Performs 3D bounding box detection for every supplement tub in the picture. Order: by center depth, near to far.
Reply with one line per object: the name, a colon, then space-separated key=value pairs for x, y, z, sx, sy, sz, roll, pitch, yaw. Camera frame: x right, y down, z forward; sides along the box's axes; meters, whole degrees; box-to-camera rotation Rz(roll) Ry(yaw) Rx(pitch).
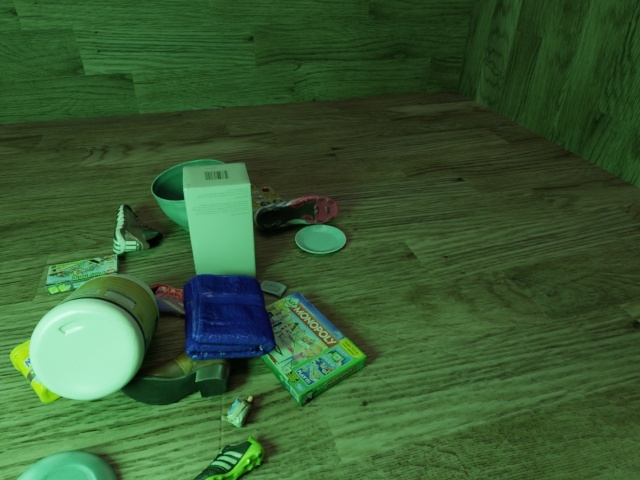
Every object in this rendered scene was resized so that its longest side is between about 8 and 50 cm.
supplement tub: x=-0.523 y=0.211 z=1.084 sx=0.229 sy=0.228 sz=0.316 roll=-6 pitch=11 yaw=-10

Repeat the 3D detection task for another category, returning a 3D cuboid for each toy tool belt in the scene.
toy tool belt: x=-0.194 y=0.393 z=1.048 sx=0.051 sy=0.052 sz=0.083 roll=17 pitch=36 yaw=8

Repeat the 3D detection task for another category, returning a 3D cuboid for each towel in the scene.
towel: x=-0.253 y=0.191 z=1.210 sx=0.228 sy=0.076 sz=0.308 roll=0 pitch=28 yaw=-18

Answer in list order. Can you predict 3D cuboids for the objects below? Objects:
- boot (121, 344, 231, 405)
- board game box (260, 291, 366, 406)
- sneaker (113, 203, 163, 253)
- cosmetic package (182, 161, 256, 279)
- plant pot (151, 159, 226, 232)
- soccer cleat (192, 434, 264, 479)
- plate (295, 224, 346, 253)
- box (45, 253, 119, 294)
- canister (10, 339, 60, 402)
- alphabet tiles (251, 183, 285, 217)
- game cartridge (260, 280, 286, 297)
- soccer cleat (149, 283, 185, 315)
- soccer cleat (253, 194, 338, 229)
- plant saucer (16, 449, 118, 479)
boot: x=-0.360 y=0.283 z=1.172 sx=0.265 sy=0.096 sz=0.280 roll=-10 pitch=31 yaw=-2
board game box: x=-0.059 y=0.280 z=1.224 sx=0.214 sy=0.046 sz=0.317 roll=-23 pitch=41 yaw=-30
sneaker: x=-0.666 y=-0.036 z=1.645 sx=0.163 sy=0.106 sz=0.281 roll=4 pitch=33 yaw=-22
cosmetic package: x=-0.313 y=-0.043 z=1.407 sx=0.197 sy=0.365 sz=0.155 roll=-6 pitch=36 yaw=-14
plant pot: x=-0.465 y=-0.152 z=1.699 sx=0.294 sy=0.196 sz=0.293 roll=-4 pitch=38 yaw=3
soccer cleat: x=-0.202 y=0.473 z=0.931 sx=0.179 sy=0.060 sz=0.072 roll=-17 pitch=28 yaw=-35
plate: x=0.000 y=0.000 z=1.656 sx=0.188 sy=0.024 sz=0.188 roll=2 pitch=34 yaw=-1
box: x=-0.772 y=0.109 z=1.461 sx=0.207 sy=0.036 sz=0.114 roll=-12 pitch=36 yaw=-18
canister: x=-0.681 y=0.315 z=1.129 sx=0.170 sy=0.073 sz=0.126 roll=28 pitch=42 yaw=32
alphabet tiles: x=-0.336 y=-0.157 z=1.888 sx=0.343 sy=0.011 sz=0.285 roll=-17 pitch=38 yaw=-25
game cartridge: x=-0.153 y=0.154 z=1.432 sx=0.084 sy=0.017 sz=0.056 roll=14 pitch=40 yaw=18
soccer cleat: x=-0.434 y=0.171 z=1.328 sx=0.248 sy=0.095 sz=0.083 roll=-1 pitch=34 yaw=-3
soccer cleat: x=-0.099 y=-0.116 z=1.737 sx=0.332 sy=0.115 sz=0.143 roll=-9 pitch=13 yaw=-14
plant saucer: x=-0.486 y=0.486 z=0.851 sx=0.195 sy=0.037 sz=0.194 roll=20 pitch=32 yaw=-13
